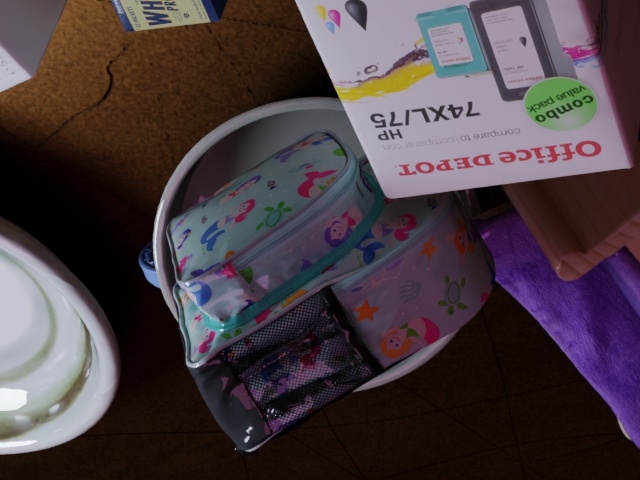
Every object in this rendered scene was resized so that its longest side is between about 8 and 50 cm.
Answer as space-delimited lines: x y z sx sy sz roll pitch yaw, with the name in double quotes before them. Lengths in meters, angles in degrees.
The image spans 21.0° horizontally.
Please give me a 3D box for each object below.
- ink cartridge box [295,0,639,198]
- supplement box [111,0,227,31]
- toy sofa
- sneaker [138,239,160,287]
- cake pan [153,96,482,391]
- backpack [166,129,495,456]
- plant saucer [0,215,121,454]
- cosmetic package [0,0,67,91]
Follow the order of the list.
"ink cartridge box" 0.109 -0.199 1.237 0.198 0.197 0.270 -7 135 22
"supplement box" -0.117 -0.216 1.365 0.083 0.083 0.056 -4 135 21
"toy sofa" 0.290 0.079 1.491 0.177 0.150 0.362 -37 123 9
"sneaker" -0.054 0.039 1.635 0.232 0.081 0.090 -1 130 14
"cake pan" 0.000 0.000 1.530 0.293 0.054 0.293 1 117 2
"backpack" 0.004 0.025 1.388 0.253 0.225 0.191 -25 111 1
"plant saucer" -0.387 0.062 1.737 0.400 0.100 0.400 7 138 6
"cosmetic package" -0.364 -0.212 1.398 0.224 0.138 0.224 -19 130 34
